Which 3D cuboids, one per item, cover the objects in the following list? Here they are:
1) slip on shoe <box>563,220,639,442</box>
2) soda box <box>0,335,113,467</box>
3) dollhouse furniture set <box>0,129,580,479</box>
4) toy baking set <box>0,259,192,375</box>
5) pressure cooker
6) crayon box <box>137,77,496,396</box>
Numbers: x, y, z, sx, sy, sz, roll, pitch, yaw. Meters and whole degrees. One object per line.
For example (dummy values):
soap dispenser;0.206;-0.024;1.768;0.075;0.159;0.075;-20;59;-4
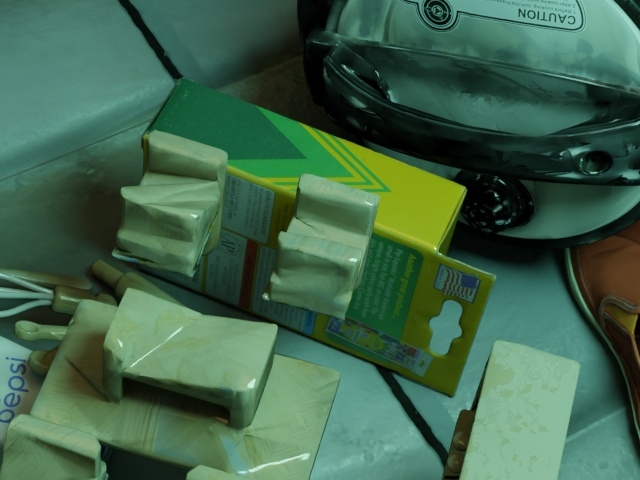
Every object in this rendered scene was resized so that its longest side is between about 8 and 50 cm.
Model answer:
slip on shoe;0.314;0.070;1.501;0.123;0.101;0.331;-6;54;-9
soda box;-0.317;0.127;1.382;0.286;0.098;0.091;24;56;9
dollhouse furniture set;-0.024;0.169;1.289;0.394;0.256;0.362;16;52;4
toy baking set;-0.211;0.059;1.425;0.256;0.030;0.197;34;24;32
pressure cooker;0.212;-0.198;1.490;0.375;0.370;0.420;47;48;-12
crayon box;0.000;0.000;1.448;0.323;0.203;0.083;22;55;8
